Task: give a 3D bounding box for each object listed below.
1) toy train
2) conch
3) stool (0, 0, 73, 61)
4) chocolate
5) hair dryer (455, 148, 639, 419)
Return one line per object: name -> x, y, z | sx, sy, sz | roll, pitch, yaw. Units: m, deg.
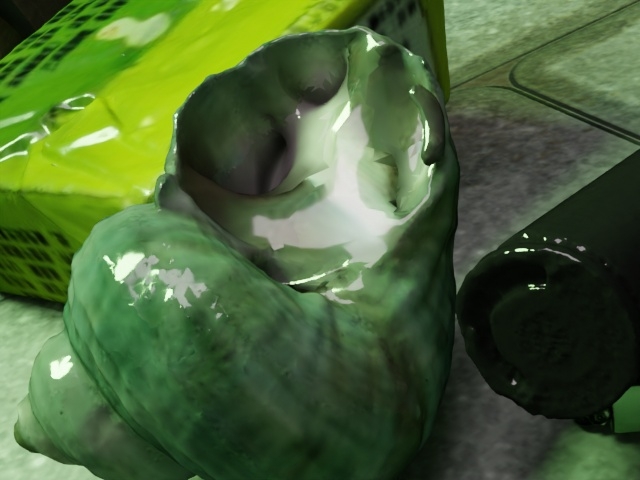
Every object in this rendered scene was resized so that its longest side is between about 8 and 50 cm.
toy train -> 0.149, 0.063, 0.674 | 0.053, 0.033, 0.083 | -5, 30, 9
conch -> -0.032, 0.030, 0.656 | 0.277, 0.220, 0.195 | -36, -7, 3
stool -> -0.357, -0.207, 1.188 | 0.272, 0.272, 0.178 | 16, 58, 44
chocolate -> -0.092, -0.081, 0.895 | 0.288, 0.137, 0.301 | 7, 44, 42
hair dryer -> 0.218, 0.042, 0.611 | 0.251, 0.089, 0.197 | 28, 37, 27
